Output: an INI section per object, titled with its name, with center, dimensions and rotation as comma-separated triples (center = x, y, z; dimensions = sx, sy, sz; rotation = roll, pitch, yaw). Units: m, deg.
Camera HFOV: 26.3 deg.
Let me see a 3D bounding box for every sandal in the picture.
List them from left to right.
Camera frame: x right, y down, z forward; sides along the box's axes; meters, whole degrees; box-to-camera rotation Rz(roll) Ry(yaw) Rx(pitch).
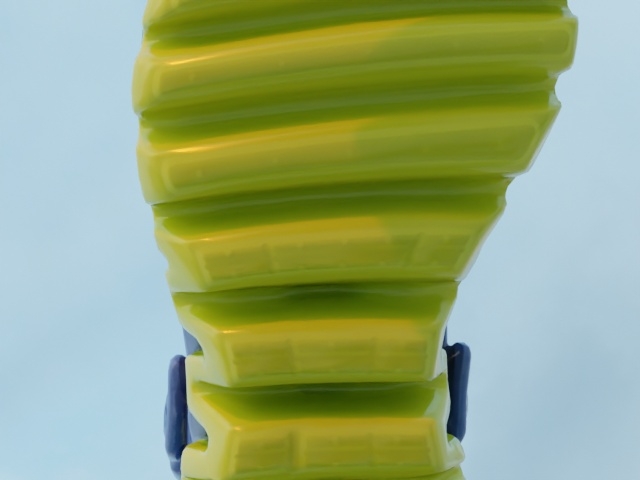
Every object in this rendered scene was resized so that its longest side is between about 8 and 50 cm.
[sandal]
center = 0.000, 0.000, 0.439
dimensions = 0.126, 0.138, 0.317
rotation = 6, -76, -7
